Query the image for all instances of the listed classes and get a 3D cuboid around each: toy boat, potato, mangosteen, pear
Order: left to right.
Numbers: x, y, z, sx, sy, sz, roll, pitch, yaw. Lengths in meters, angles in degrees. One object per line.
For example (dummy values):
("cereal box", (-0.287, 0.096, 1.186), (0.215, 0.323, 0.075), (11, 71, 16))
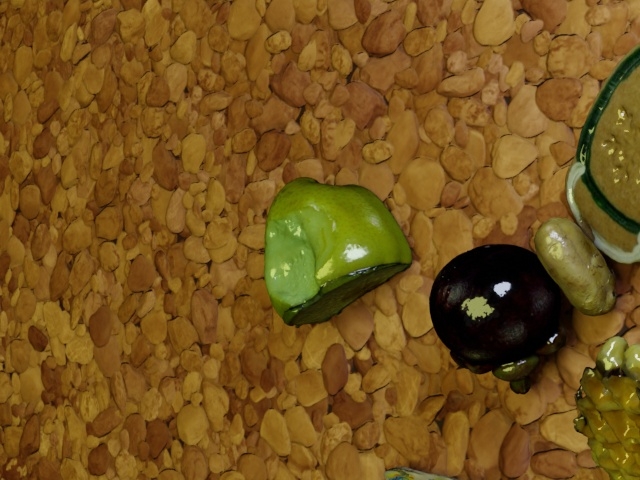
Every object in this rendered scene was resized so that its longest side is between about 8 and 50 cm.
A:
("pear", (0.000, 0.000, 2.096), (0.292, 0.159, 0.292), (-8, 79, 45))
("toy boat", (0.183, 0.423, 1.948), (0.210, 0.066, 0.084), (12, 94, 45))
("mangosteen", (0.282, 0.128, 1.799), (0.211, 0.211, 0.250), (-9, 107, 43))
("potato", (0.382, 0.039, 1.731), (0.080, 0.107, 0.170), (-39, 97, 15))

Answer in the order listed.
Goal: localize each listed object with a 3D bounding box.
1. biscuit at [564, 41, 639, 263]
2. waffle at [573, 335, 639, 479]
("biscuit", (0.479, -0.112, 1.648), (0.287, 0.057, 0.344), (54, 136, 39))
("waffle", (0.488, 0.317, 1.522), (0.382, 0.095, 0.380), (46, 160, 33))
